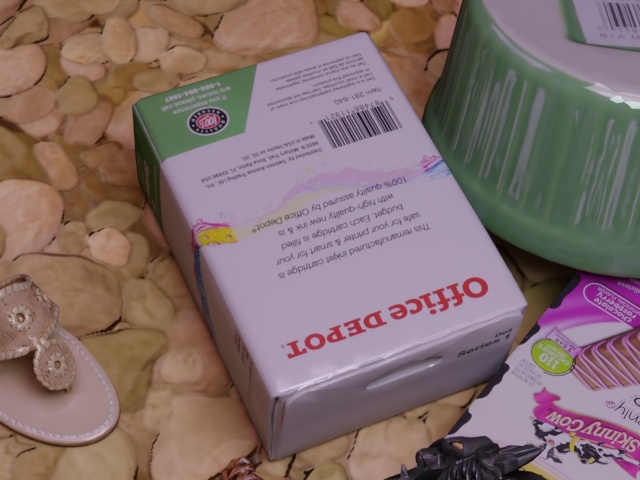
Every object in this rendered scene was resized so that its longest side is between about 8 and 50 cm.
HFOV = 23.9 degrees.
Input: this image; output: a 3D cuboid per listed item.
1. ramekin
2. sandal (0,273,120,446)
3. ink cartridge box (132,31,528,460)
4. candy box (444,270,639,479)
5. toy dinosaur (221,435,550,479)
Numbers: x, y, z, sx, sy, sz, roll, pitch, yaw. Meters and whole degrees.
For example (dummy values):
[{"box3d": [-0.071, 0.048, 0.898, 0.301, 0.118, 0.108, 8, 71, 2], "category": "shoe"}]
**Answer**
[{"box3d": [0.239, -0.124, 1.188, 0.303, 0.148, 0.303, 4, 41, -4], "category": "ramekin"}, {"box3d": [-0.244, 0.053, 1.118, 0.088, 0.079, 0.240, -38, 68, -25], "category": "sandal"}, {"box3d": [0.000, 0.000, 1.151, 0.201, 0.117, 0.278, -19, 61, -16], "category": "ink cartridge box"}, {"box3d": [0.214, 0.123, 1.119, 0.159, 0.071, 0.233, 34, 61, 16], "category": "candy box"}, {"box3d": [0.037, 0.221, 0.971, 0.218, 0.164, 0.322, -21, 55, -29], "category": "toy dinosaur"}]
